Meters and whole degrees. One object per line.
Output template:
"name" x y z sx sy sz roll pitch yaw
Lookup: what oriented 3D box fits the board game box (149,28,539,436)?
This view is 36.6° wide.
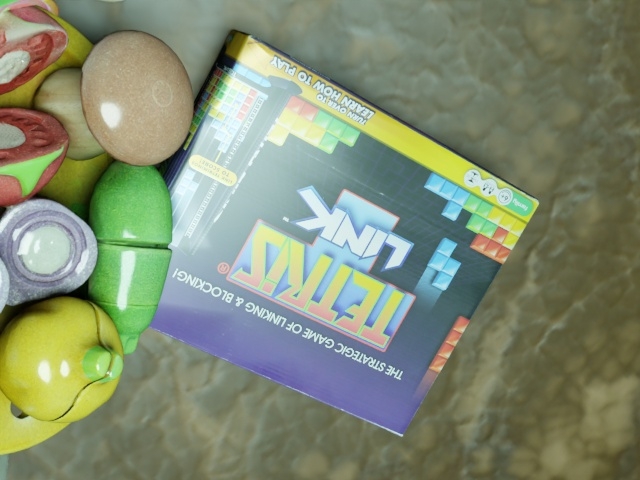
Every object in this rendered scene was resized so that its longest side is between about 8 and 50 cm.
"board game box" 0.000 0.000 0.475 0.170 0.048 0.141 26 96 -21

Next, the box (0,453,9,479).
"box" -0.246 0.042 0.375 0.149 0.127 0.232 -29 111 -6

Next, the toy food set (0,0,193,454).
"toy food set" -0.099 -0.026 0.363 0.128 0.071 0.218 9 81 -50
